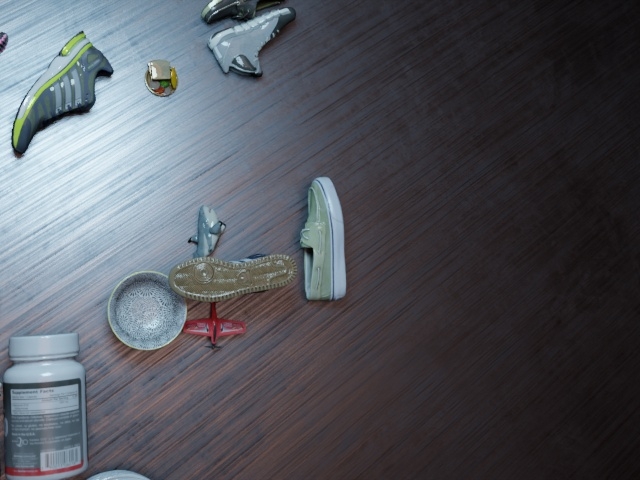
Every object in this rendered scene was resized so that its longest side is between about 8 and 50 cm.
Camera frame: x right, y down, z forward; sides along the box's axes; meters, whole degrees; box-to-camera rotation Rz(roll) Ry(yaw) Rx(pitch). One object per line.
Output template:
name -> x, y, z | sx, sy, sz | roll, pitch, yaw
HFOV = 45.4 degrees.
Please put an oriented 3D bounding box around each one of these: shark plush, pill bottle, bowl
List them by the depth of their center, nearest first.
pill bottle -> -0.559, 0.334, 1.557 | 0.161, 0.161, 0.283 | -2, 86, -21
bowl -> -0.385, 0.154, 1.683 | 0.170, 0.080, 0.170 | 2, 84, -21
shark plush -> -0.274, 0.004, 1.771 | 0.067, 0.073, 0.161 | 22, 99, 1

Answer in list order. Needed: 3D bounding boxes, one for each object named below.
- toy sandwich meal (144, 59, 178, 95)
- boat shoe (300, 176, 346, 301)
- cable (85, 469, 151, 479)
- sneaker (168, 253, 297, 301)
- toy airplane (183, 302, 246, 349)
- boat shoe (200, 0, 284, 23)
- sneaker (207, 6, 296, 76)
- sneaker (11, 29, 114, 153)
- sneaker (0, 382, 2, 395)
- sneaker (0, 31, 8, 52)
toy sandwich meal -> -0.365, -0.376, 1.763 | 0.085, 0.029, 0.086 | 2, 85, -21
boat shoe -> 0.000, 0.000, 1.834 | 0.094, 0.109, 0.302 | -7, 91, -20
cable -> -0.432, 0.620, 1.621 | 0.257, 0.089, 0.257 | 20, 78, -19
sneaker -> -0.204, 0.082, 1.730 | 0.282, 0.153, 0.099 | -5, 89, -15
toy airplane -> -0.247, 0.175, 1.762 | 0.151, 0.028, 0.151 | 2, 84, -23
boat shoe -> -0.178, -0.564, 1.826 | 0.223, 0.080, 0.073 | -33, 93, -25
sneaker -> -0.146, -0.463, 1.836 | 0.228, 0.086, 0.132 | -25, 100, -11
sneaker -> -0.555, -0.305, 1.644 | 0.121, 0.111, 0.300 | 36, 76, -19
sneaker -> -0.698, 0.254, 1.515 | 0.153, 0.094, 0.235 | 29, 31, -26
sneaker -> -0.717, -0.407, 1.624 | 0.057, 0.047, 0.119 | 40, 71, -2
